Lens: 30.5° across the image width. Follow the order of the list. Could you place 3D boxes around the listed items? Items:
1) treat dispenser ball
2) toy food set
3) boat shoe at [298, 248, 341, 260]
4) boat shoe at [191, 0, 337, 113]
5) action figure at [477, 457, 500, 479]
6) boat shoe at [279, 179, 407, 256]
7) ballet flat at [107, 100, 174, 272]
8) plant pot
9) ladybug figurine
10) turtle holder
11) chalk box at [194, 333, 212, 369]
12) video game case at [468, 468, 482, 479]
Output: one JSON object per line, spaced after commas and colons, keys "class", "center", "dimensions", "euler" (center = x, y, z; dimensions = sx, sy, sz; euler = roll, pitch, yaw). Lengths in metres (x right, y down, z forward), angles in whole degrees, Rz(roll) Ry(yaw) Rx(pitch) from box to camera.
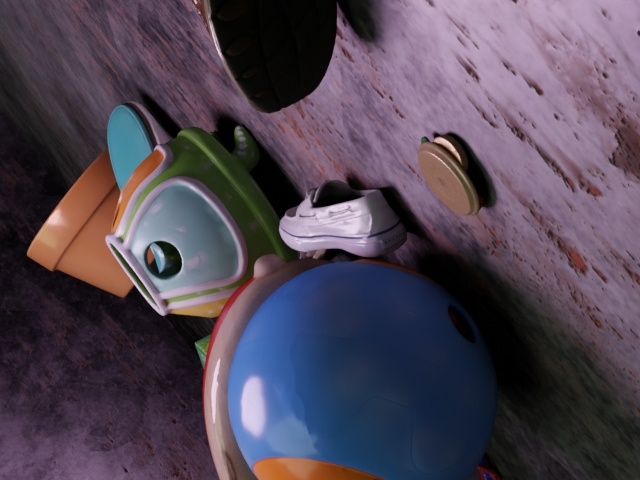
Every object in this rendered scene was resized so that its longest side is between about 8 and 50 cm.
{"class": "treat dispenser ball", "center": [0.045, 0.163, 1.260], "dimensions": [0.288, 0.288, 0.288], "euler": [49, 165, 18]}
{"class": "toy food set", "center": [0.116, -0.058, 1.054], "dimensions": [0.083, 0.020, 0.082], "euler": [56, 166, -13]}
{"class": "boat shoe", "center": [0.000, 0.000, 1.500], "dimensions": [0.049, 0.056, 0.152], "euler": [57, 156, 7]}
{"class": "boat shoe", "center": [-0.077, -0.269, 1.007], "dimensions": [0.120, 0.123, 0.324], "euler": [43, 155, 53]}
{"class": "action figure", "center": [0.210, 0.295, 1.574], "dimensions": [0.115, 0.030, 0.038], "euler": [55, 161, -15]}
{"class": "boat shoe", "center": [0.019, -0.035, 1.330], "dimensions": [0.226, 0.083, 0.075], "euler": [5, 119, 56]}
{"class": "ballet flat", "center": [-0.229, -0.058, 1.875], "dimensions": [0.139, 0.139, 0.400], "euler": [76, 169, -56]}
{"class": "plant pot", "center": [-0.403, -0.026, 2.297], "dimensions": [0.203, 0.291, 0.291], "euler": [37, 166, -5]}
{"class": "ladybug figurine", "center": [-0.018, 0.217, 1.514], "dimensions": [0.162, 0.305, 0.449], "euler": [18, 126, 55]}
{"class": "turtle holder", "center": [-0.152, 0.011, 1.636], "dimensions": [0.243, 0.227, 0.320], "euler": [31, 153, 54]}
{"class": "chalk box", "center": [-0.084, 0.233, 1.993], "dimensions": [0.289, 0.180, 0.179], "euler": [33, 144, 52]}
{"class": "video game case", "center": [0.262, 0.455, 1.694], "dimensions": [0.244, 0.061, 0.269], "euler": [49, 162, 17]}
